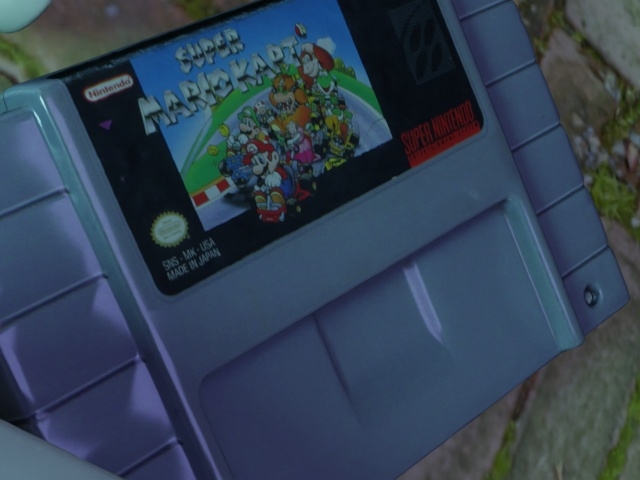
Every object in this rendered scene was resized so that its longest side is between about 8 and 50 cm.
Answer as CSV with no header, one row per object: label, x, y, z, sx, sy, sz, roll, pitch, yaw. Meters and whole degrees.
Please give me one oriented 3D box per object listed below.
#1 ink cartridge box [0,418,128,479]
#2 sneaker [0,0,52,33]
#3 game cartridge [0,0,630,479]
ink cartridge box,-0.148,0.175,0.293,0.307,0.072,0.303,35,52,-34
sneaker,-0.139,-0.244,0.475,0.147,0.105,0.295,24,72,-38
game cartridge,0.000,0.000,0.571,0.355,0.068,0.230,-29,104,-38
